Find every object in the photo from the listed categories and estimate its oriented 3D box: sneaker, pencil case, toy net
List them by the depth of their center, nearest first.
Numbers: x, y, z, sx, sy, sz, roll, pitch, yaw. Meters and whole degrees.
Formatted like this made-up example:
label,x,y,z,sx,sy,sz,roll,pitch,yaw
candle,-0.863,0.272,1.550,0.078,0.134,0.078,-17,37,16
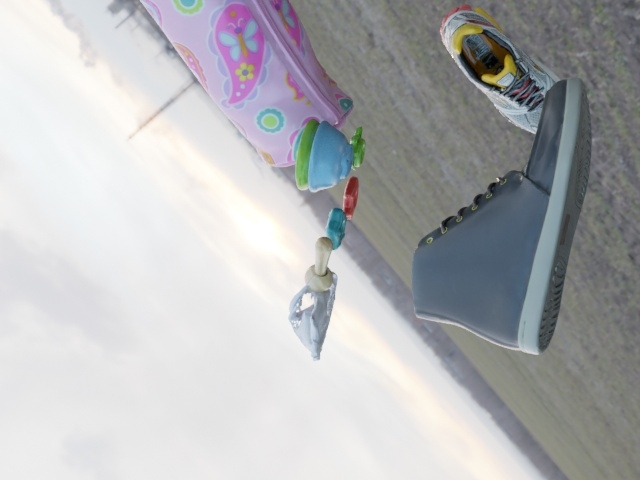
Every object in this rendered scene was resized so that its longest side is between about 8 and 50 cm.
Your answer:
label,x,y,z,sx,sy,sz,roll,pitch,yaw
sneaker,0.145,-0.028,0.593,0.118,0.221,0.083,12,177,29
pencil case,-0.081,-0.209,0.715,0.284,0.124,0.124,55,178,-28
toy net,0.000,0.000,0.716,0.045,0.232,0.122,11,-171,10
sneaker,0.245,-0.209,0.954,0.225,0.088,0.092,36,-152,-12
